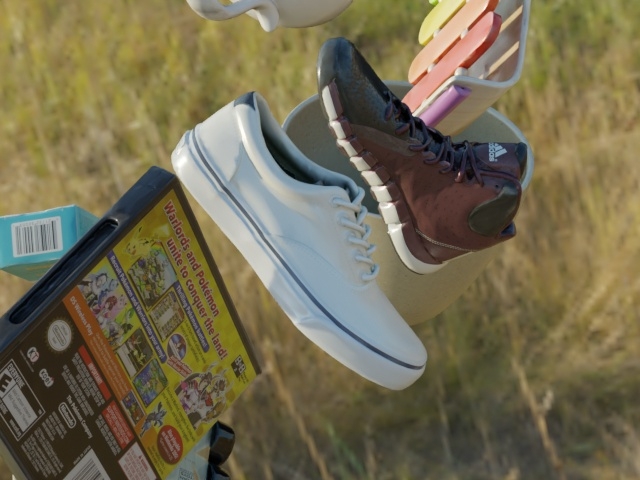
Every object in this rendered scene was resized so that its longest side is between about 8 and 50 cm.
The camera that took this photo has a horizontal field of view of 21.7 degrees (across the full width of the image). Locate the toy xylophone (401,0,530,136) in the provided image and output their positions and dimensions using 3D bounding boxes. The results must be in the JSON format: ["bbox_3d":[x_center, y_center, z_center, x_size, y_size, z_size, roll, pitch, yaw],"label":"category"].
[{"bbox_3d":[0.155,-0.239,1.867,0.236,0.081,0.322,-49,27,46],"label":"toy xylophone"}]

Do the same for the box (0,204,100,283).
[{"bbox_3d":[-0.283,0.017,1.921,0.100,0.060,0.244,-9,-12,11],"label":"box"}]

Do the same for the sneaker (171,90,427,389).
[{"bbox_3d":[0.000,0.000,1.258,0.091,0.258,0.094,-41,4,22],"label":"sneaker"}]

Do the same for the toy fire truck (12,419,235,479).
[{"bbox_3d":[-0.241,0.308,1.957,0.246,0.158,0.217,-34,40,40],"label":"toy fire truck"}]

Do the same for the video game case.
[{"bbox_3d":[-0.173,0.112,1.432,0.035,0.275,0.248,25,60,34],"label":"video game case"}]

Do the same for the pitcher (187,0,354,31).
[{"bbox_3d":[-0.045,-0.219,1.246,0.125,0.207,0.177,4,72,24],"label":"pitcher"}]

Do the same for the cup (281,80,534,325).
[{"bbox_3d":[0.101,-0.028,2.215,0.331,0.237,0.331,4,37,-3],"label":"cup"}]

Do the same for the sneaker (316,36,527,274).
[{"bbox_3d":[0.117,-0.100,1.659,0.162,0.281,0.106,-14,35,24],"label":"sneaker"}]
